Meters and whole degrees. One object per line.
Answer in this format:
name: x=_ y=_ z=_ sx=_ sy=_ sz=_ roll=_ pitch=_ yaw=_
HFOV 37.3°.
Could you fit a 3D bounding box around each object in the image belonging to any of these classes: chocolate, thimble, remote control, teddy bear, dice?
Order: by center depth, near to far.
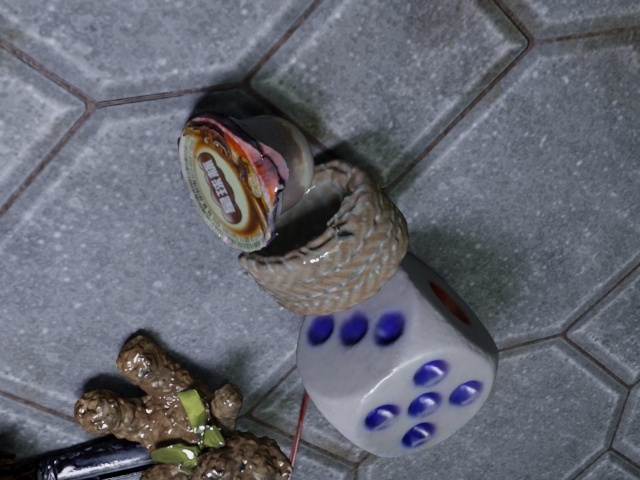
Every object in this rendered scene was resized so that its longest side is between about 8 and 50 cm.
chocolate: x=-0.081 y=-0.104 z=1.298 sx=0.147 sy=0.221 sz=0.221 roll=-32 pitch=137 yaw=-29
thimble: x=0.004 y=-0.006 z=1.398 sx=0.229 sy=0.196 sz=0.148 roll=-17 pitch=136 yaw=28
teddy bear: x=-0.218 y=0.318 z=1.508 sx=0.246 sy=0.222 sz=0.296 roll=-50 pitch=136 yaw=1
dice: x=0.124 y=0.185 z=1.558 sx=0.251 sy=0.259 sz=0.243 roll=-45 pitch=130 yaw=12
remote control: x=-0.382 y=0.385 z=1.595 sx=0.266 sy=0.066 sz=0.090 roll=-14 pitch=128 yaw=-16

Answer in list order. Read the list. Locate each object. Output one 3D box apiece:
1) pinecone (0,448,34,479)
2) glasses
pinecone: x=-0.533 y=0.412 z=1.433 sx=0.224 sy=0.273 sz=0.224 roll=-45 pitch=158 yaw=-24
glasses: x=-0.140 y=0.373 z=1.729 sx=0.234 sy=0.118 sz=0.268 roll=12 pitch=99 yaw=-31
